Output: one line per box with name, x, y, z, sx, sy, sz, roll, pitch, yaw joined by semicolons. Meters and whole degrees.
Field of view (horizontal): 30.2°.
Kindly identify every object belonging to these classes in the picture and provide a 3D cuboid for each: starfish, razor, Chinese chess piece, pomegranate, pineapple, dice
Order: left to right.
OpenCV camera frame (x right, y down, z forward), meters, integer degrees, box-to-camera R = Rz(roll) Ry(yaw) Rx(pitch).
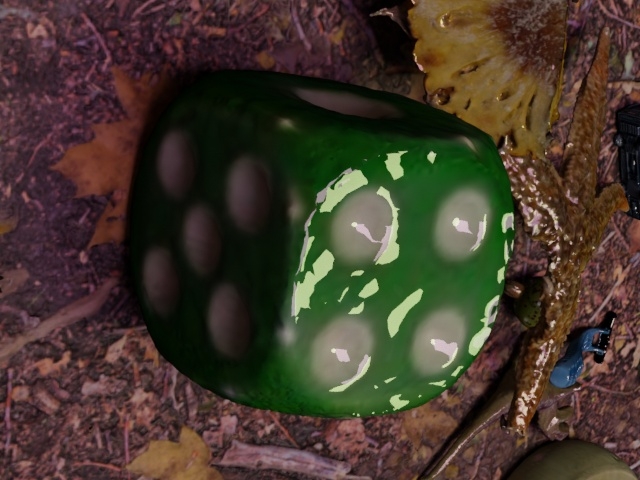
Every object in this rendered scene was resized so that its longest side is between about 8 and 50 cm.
dice;0.000;0.000;1.202;0.297;0.287;0.300;0;108;-38
pineapple;0.178;-0.289;1.312;0.209;0.286;0.344;5;121;9
pomegranate;0.285;0.075;1.570;0.073;0.073;0.084;-37;106;-17
starfish;0.279;-0.032;1.453;0.384;0.132;0.398;-50;122;-37
Chinese chess piece;0.359;0.414;1.736;0.250;0.101;0.250;-14;116;-30
razor;0.353;0.156;1.614;0.253;0.042;0.082;-21;126;-64

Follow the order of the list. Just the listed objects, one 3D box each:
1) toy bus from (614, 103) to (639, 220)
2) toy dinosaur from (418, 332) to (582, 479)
toy bus;0.440;-0.106;1.615;0.065;0.047;0.166;-29;124;-28
toy dinosaur;0.260;0.229;1.617;0.251;0.072;0.199;-15;125;-39
